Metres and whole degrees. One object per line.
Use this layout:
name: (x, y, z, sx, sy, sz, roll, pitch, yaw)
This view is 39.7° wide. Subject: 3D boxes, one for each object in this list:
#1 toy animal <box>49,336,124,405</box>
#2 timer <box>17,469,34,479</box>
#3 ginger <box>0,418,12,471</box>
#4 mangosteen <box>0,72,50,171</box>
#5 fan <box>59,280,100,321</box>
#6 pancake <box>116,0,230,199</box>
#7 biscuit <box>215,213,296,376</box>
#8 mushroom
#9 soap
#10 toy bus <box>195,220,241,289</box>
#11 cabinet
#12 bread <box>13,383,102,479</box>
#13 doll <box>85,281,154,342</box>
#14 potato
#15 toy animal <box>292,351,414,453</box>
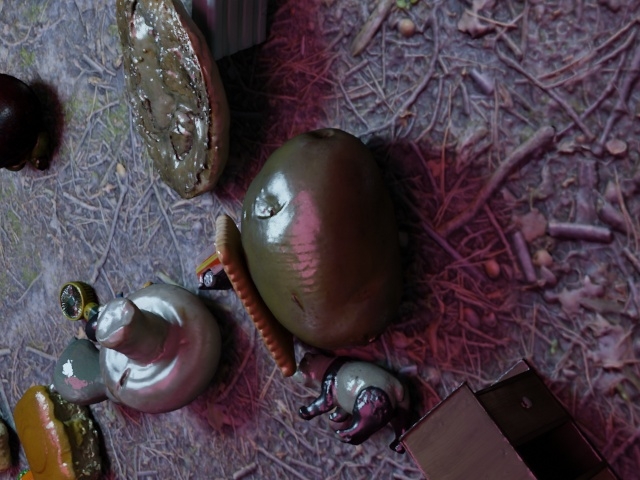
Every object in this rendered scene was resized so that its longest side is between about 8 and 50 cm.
toy animal: (-0.397, 0.279, 1.735, 0.251, 0.125, 0.127, 13, 81, 25)
timer: (-0.623, 0.554, 1.955, 0.136, 0.099, 0.136, -10, 74, 39)
ginger: (-0.805, 0.450, 2.088, 0.216, 0.102, 0.157, 18, 132, 32)
mangosteen: (-0.671, -0.243, 1.865, 0.216, 0.216, 0.216, 4, 96, 39)
fan: (-0.479, 0.142, 1.835, 0.155, 0.039, 0.082, 31, 112, 31)
pancake: (-0.258, -0.261, 1.522, 0.387, 0.082, 0.387, 39, 142, 40)
biscuit: (-0.100, 0.085, 1.403, 0.030, 0.160, 0.250, -25, 112, 4)
mushroom: (-0.308, 0.183, 1.570, 0.243, 0.243, 0.244, 4, 96, 39)
soap: (-0.144, -0.399, 1.421, 0.066, 0.119, 0.198, 39, 142, 29)
toy bus: (-0.143, 0.023, 1.531, 0.174, 0.079, 0.077, -37, 62, 35)
cabinet: (0.252, 0.290, 1.169, 0.148, 0.174, 0.215, -50, 63, 30)
bread: (-0.557, 0.423, 1.871, 0.174, 0.121, 0.245, -35, 74, 34)
doll: (-0.388, 0.150, 1.740, 0.179, 0.089, 0.102, -26, 77, 14)
potato: (0.000, 0.000, 1.317, 0.243, 0.221, 0.326, -1, 99, 42)
toy animal: (0.045, 0.242, 1.386, 0.225, 0.094, 0.121, 16, 94, 46)
